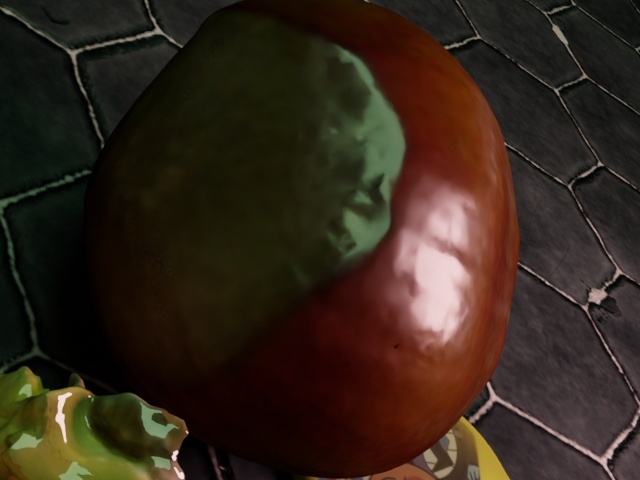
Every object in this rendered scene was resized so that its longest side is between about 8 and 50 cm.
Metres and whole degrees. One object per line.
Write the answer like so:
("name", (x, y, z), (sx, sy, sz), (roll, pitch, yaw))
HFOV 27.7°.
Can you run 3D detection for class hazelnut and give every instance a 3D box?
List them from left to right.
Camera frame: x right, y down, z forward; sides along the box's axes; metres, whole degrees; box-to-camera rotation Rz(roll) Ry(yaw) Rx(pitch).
("hazelnut", (-0.007, -0.003, 0.984), (0.366, 0.366, 0.366), (28, 35, -22))

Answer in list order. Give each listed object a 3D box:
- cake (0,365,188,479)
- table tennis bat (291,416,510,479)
("cake", (-0.186, 0.193, 0.584), (0.222, 0.286, 0.227), (42, 32, -2))
("table tennis bat", (0.132, 0.228, 1.116), (0.369, 0.054, 0.224), (23, 37, -22))
